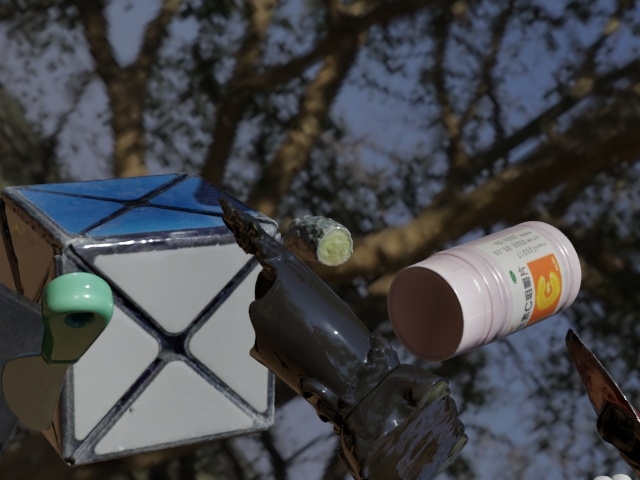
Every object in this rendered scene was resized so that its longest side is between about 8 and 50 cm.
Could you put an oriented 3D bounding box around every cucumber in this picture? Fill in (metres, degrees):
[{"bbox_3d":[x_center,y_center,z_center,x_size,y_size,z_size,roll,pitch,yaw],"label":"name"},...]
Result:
[{"bbox_3d":[-0.001,0.000,1.907,0.064,0.064,0.112,57,-18,-14],"label":"cucumber"}]

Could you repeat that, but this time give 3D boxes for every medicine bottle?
[{"bbox_3d":[0.210,0.062,1.983,0.133,0.250,0.133,14,-69,42],"label":"medicine bottle"}]

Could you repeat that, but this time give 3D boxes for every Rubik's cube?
[{"bbox_3d":[-0.210,0.078,1.745,0.259,0.260,0.254,-148,-123,-61],"label":"Rubik's cube"}]

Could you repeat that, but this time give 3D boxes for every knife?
[{"bbox_3d":[-0.225,0.102,1.275,0.260,0.063,0.034,124,-38,-51],"label":"knife"}]

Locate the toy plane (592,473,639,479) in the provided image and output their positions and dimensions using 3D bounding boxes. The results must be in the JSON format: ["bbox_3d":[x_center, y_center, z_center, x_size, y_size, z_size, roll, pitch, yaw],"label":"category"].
[{"bbox_3d":[0.457,0.368,1.982,0.252,0.252,0.118,48,-49,37],"label":"toy plane"}]

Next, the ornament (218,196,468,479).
[{"bbox_3d":[-0.003,0.092,1.292,0.260,0.106,0.251,45,-10,24],"label":"ornament"}]

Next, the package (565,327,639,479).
[{"bbox_3d":[0.246,0.197,1.099,0.194,0.071,0.269,76,-4,-65],"label":"package"}]

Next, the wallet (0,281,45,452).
[{"bbox_3d":[-0.341,0.182,1.344,0.044,0.321,0.170,25,-8,30],"label":"wallet"}]
